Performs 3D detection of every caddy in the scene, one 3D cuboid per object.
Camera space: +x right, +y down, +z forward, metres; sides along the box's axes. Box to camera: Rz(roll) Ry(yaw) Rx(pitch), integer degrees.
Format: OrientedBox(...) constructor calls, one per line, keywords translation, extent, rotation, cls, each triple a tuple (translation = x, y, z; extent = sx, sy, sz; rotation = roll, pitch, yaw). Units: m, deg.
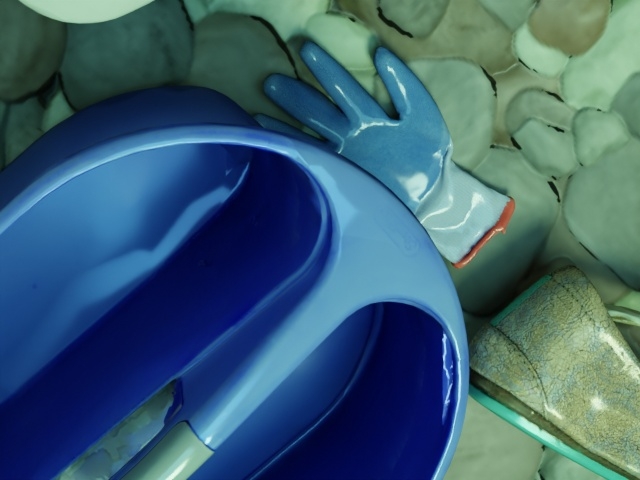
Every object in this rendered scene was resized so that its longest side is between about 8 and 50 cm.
OrientedBox(translation=(-0.094, 0.087, 0.736), extent=(0.341, 0.179, 0.241), rotation=(-41, 109, 6), cls="caddy")

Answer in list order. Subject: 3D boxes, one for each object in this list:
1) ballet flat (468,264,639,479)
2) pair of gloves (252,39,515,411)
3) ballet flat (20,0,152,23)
OrientedBox(translation=(0.220, 0.118, 0.884), extent=(0.316, 0.107, 0.106), rotation=(36, 88, -25), cls="ballet flat")
OrientedBox(translation=(0.000, 0.000, 0.830), extent=(0.159, 0.023, 0.198), rotation=(38, 95, -22), cls="pair of gloves")
OrientedBox(translation=(-0.020, -0.272, 0.646), extent=(0.139, 0.139, 0.400), rotation=(34, 87, -22), cls="ballet flat")
